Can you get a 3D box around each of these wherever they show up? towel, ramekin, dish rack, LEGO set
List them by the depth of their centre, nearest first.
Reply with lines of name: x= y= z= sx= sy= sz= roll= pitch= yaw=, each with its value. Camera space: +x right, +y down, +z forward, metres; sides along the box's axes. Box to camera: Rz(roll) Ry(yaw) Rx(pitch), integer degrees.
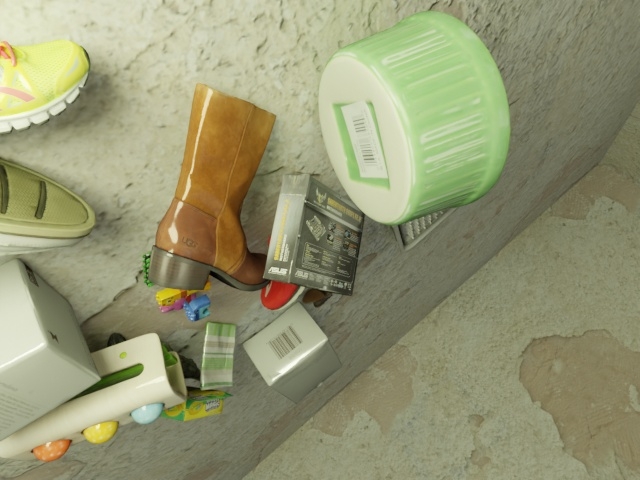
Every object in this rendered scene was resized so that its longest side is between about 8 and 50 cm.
ramekin: x=0.120 y=-0.172 z=0.640 sx=0.148 sy=0.303 sz=0.303 roll=-24 pitch=148 yaw=-17
LEGO set: x=-0.255 y=0.086 z=0.739 sx=0.093 sy=0.087 sz=0.227 roll=-22 pitch=146 yaw=-34
towel: x=-0.241 y=0.275 z=0.987 sx=0.023 sy=0.152 sz=0.113 roll=-4 pitch=165 yaw=22
dish rack: x=0.304 y=-0.117 z=1.190 sx=0.285 sy=0.072 sz=0.333 roll=-42 pitch=153 yaw=-2

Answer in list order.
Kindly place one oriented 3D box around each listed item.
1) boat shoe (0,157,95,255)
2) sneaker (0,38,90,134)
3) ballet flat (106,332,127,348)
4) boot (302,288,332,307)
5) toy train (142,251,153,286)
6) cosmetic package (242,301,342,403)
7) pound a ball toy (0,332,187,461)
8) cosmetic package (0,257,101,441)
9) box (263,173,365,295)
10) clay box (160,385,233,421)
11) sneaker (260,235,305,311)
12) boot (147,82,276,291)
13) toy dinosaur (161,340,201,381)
boat shoe: x=-0.390 y=-0.025 z=0.392 sx=0.302 sy=0.113 sz=0.103 roll=11 pitch=124 yaw=-45
sneaker: x=-0.308 y=-0.143 z=0.349 sx=0.208 sy=0.081 sz=0.094 roll=-29 pitch=148 yaw=-23
ballet flat: x=-0.389 y=0.236 z=0.834 sx=0.057 sy=0.049 sz=0.173 roll=-12 pitch=149 yaw=-22
boot: x=-0.009 y=0.175 z=1.235 sx=0.118 sy=0.042 sz=0.087 roll=-26 pitch=151 yaw=-28
toy train: x=-0.293 y=0.050 z=0.713 sx=0.023 sy=0.017 sz=0.083 roll=-31 pitch=152 yaw=-41
cosmetic package: x=-0.072 y=0.372 z=1.316 sx=0.217 sy=0.156 sz=0.385 roll=-36 pitch=153 yaw=-12
pound a ball toy: x=-0.410 y=0.270 z=0.681 sx=0.319 sy=0.136 sz=0.208 roll=-19 pitch=150 yaw=-11
cosmetic package: x=-0.429 y=0.154 z=0.539 sx=0.183 sy=0.151 sz=0.151 roll=-30 pitch=151 yaw=-19
box: x=0.000 y=0.000 z=0.767 sx=0.231 sy=0.056 sz=0.183 roll=21 pitch=76 yaw=-57
clay box: x=-0.323 y=0.364 z=0.935 sx=0.127 sy=0.222 sz=0.053 roll=26 pitch=66 yaw=-61
sneaker: x=-0.075 y=0.028 z=0.894 sx=0.118 sy=0.107 sz=0.279 roll=9 pitch=114 yaw=-50
boot: x=-0.131 y=-0.067 z=0.650 sx=0.264 sy=0.096 sz=0.281 roll=12 pitch=95 yaw=-55
toy dinosaur: x=-0.326 y=0.302 z=0.951 sx=0.118 sy=0.064 sz=0.268 roll=-22 pitch=142 yaw=12
